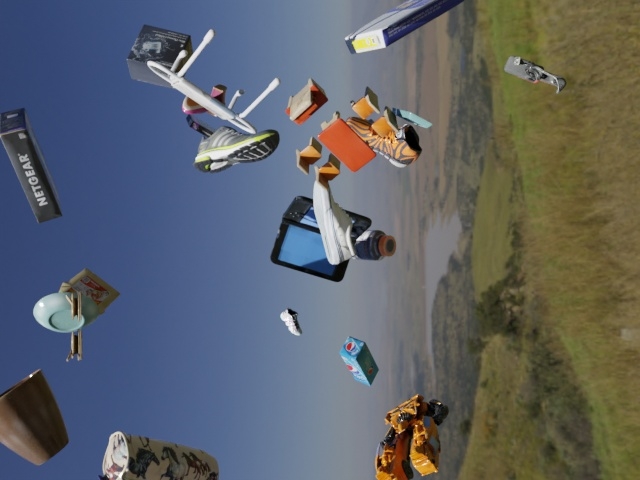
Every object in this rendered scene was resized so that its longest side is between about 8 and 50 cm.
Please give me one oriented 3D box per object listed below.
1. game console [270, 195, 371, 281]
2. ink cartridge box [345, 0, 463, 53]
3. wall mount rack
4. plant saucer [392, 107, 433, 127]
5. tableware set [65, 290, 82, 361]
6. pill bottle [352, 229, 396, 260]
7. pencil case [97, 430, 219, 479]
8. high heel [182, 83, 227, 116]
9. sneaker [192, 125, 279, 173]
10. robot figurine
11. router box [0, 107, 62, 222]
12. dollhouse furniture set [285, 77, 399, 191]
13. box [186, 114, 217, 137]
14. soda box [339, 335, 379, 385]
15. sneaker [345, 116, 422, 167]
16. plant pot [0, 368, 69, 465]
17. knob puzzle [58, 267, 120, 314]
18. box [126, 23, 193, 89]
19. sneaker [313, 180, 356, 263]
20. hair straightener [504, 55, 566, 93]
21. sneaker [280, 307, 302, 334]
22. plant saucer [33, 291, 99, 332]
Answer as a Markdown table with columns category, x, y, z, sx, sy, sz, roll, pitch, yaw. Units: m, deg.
| category | x | y | z | sx | sy | sz | roll | pitch | yaw |
| --- | --- | --- | --- | --- | --- | --- | --- | --- | --- |
| game console | 0.000 | 0.000 | 2.079 | 0.250 | 0.293 | 0.173 | 132 | 151 | -59 |
| ink cartridge box | 0.266 | -0.659 | 1.730 | 0.072 | 0.303 | 0.307 | 63 | 165 | -24 |
| wall mount rack | -0.277 | -0.431 | 1.583 | 0.131 | 0.350 | 0.304 | -62 | 28 | -4 |
| plant saucer | 0.233 | -0.317 | 1.509 | 0.018 | 0.067 | 0.192 | -62 | 13 | 12 |
| tableware set | -0.694 | 0.239 | 1.637 | 0.128 | 0.039 | 0.194 | 158 | 109 | -63 |
| pill bottle | 0.195 | 0.019 | 2.441 | 0.130 | 0.245 | 0.131 | -3 | -86 | -46 |
| pencil case | -0.527 | 0.772 | 1.962 | 0.410 | 0.160 | 0.184 | 32 | -152 | -39 |
| high heel | -0.381 | -0.423 | 1.893 | 0.244 | 0.082 | 0.117 | -63 | -4 | -55 |
| sneaker | -0.265 | -0.304 | 1.803 | 0.111 | 0.299 | 0.121 | 33 | -130 | -62 |
| robot figurine | 0.220 | 0.488 | 1.442 | 0.085 | 0.211 | 0.291 | 50 | -162 | -7 |
| router box | -0.937 | -0.245 | 1.890 | 0.243 | 0.081 | 0.309 | 47 | 151 | 52 |
| dollhouse furniture set | 0.034 | -0.276 | 1.489 | 0.259 | 0.262 | 0.135 | 39 | -153 | -28 |
| box | -0.407 | -0.396 | 2.117 | 0.029 | 0.162 | 0.116 | -55 | 29 | 12 |
| soda box | 0.135 | 0.415 | 2.000 | 0.071 | 0.067 | 0.210 | -57 | -36 | -25 |
| sneaker | 0.259 | -0.415 | 2.271 | 0.180 | 0.321 | 0.125 | -35 | 33 | 65 |
| plant pot | -0.857 | 0.538 | 1.723 | 0.230 | 0.215 | 0.215 | 57 | -169 | -6 |
| knob puzzle | -0.847 | 0.211 | 2.083 | 0.030 | 0.213 | 0.213 | 110 | 168 | -50 |
| box | -0.498 | -0.573 | 1.824 | 0.093 | 0.155 | 0.158 | 103 | 180 | -63 |
| sneaker | 0.043 | -0.061 | 1.725 | 0.094 | 0.091 | 0.258 | -156 | 52 | -67 |
| hair straightener | 0.465 | -0.370 | 1.296 | 0.230 | 0.089 | 0.047 | -105 | 35 | -58 |
| sneaker | -0.087 | 0.269 | 1.961 | 0.038 | 0.098 | 0.069 | -38 | -8 | -47 |
| plant saucer | -0.809 | 0.242 | 1.859 | 0.195 | 0.194 | 0.037 | 85 | 170 | -46 |
